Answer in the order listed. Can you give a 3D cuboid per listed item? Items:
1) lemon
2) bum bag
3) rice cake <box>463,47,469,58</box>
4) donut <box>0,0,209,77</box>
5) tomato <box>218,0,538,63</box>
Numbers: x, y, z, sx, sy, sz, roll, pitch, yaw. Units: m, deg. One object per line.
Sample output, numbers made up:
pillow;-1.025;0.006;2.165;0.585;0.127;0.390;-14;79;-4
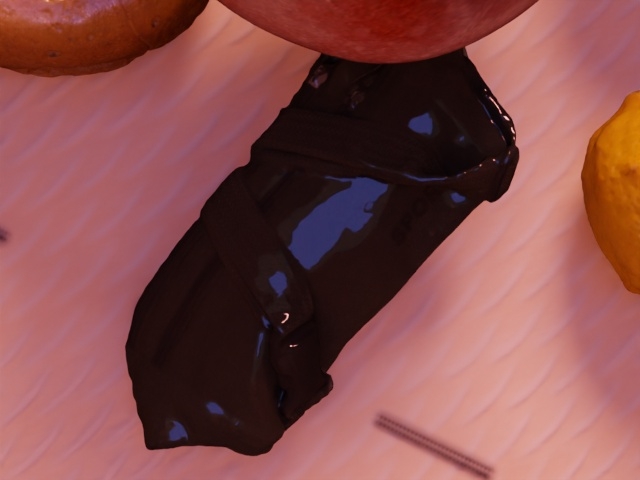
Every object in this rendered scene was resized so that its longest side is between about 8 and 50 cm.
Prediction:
lemon;0.225;-0.021;0.909;0.114;0.114;0.155;-21;90;-7
bum bag;0.000;0.000;0.884;0.142;0.080;0.326;37;89;11
rice cake;0.068;-0.138;0.945;0.047;0.036;0.206;-10;86;6
donut;-0.163;-0.206;0.891;0.227;0.114;0.226;0;86;-6
tomato;0.040;-0.222;0.774;0.270;0.270;0.227;-34;44;-8
